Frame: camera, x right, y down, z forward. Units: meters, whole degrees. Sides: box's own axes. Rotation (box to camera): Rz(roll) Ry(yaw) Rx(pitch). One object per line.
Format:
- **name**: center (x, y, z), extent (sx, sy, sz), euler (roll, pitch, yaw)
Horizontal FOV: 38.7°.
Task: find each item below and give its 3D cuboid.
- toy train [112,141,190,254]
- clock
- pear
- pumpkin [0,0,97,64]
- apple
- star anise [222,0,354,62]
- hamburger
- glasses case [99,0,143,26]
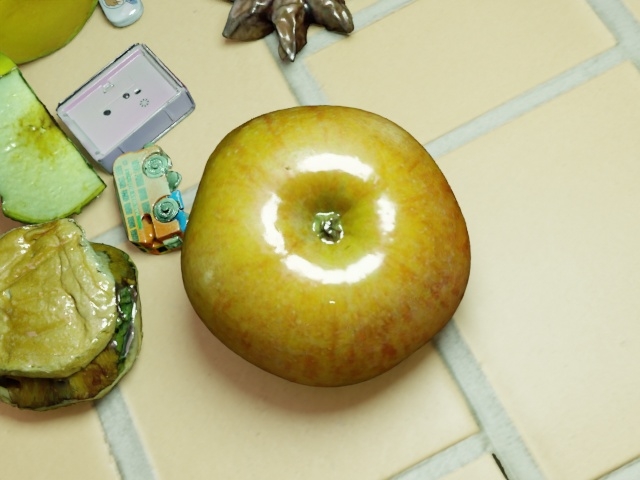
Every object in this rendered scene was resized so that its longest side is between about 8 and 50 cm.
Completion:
- **toy train**: center (-0.270, -0.067, 1.472), extent (0.099, 0.072, 0.188), euler (-22, 67, 8)
- **clock**: center (-0.326, -0.223, 1.538), extent (0.193, 0.073, 0.144), euler (-40, 68, -6)
- **pear**: center (-0.505, -0.170, 1.463), extent (0.159, 0.292, 0.292), euler (-37, 67, -9)
- **pumpkin**: center (-0.518, -0.452, 1.544), extent (0.332, 0.332, 0.199), euler (-41, 81, -6)
- **apple**: center (0.000, 0.000, 1.253), extent (0.401, 0.333, 0.400), euler (-4, 68, 10)
- **star anise**: center (-0.044, -0.450, 1.554), extent (0.316, 0.108, 0.315), euler (-4, 75, 14)
- **hamburger**: center (-0.402, 0.116, 1.394), extent (0.266, 0.134, 0.284), euler (-12, 62, 13)
- **glasses case**: center (-0.377, -0.462, 1.654), extent (0.067, 0.045, 0.178), euler (-27, 67, 0)
